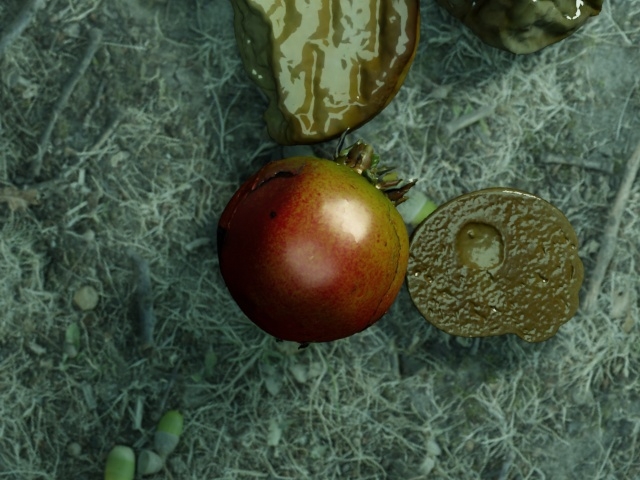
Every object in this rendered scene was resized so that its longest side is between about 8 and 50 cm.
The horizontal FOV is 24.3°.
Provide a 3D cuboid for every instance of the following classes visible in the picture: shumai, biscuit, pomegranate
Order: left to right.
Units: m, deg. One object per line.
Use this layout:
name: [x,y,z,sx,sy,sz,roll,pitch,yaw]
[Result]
pomegranate: [0.000,0.000,1.617,0.210,0.210,0.235,38,89,-9]
biscuit: [0.002,-0.246,1.627,0.213,0.091,0.274,-11,100,2]
biscuit: [0.197,0.026,1.711,0.208,0.049,0.181,1,101,-3]
shumai: [0.208,-0.297,1.579,0.184,0.185,0.218,-34,101,4]
